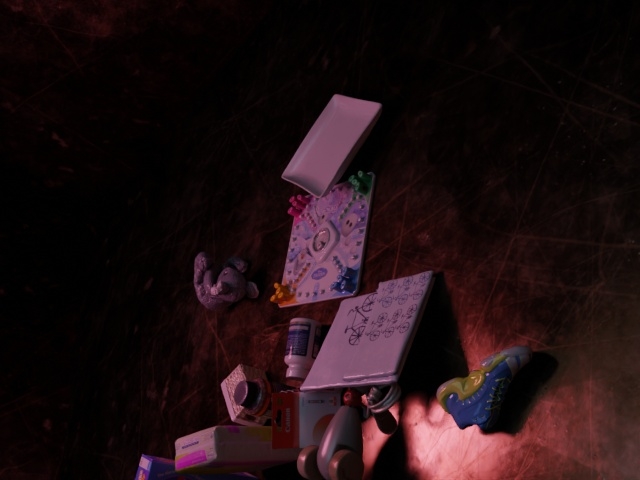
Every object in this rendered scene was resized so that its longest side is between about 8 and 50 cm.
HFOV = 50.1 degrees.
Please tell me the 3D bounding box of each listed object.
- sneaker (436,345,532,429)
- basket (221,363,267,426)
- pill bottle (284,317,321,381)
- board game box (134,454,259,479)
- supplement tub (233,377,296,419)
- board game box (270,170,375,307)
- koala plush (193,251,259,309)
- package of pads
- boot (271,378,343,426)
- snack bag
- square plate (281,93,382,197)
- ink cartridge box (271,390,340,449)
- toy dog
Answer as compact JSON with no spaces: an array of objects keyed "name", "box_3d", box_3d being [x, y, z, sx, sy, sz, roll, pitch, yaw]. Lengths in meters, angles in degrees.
[{"name":"sneaker","box_3d":[0.358,0.315,1.420,0.240,0.091,0.126,-41,59,34]},{"name":"basket","box_3d":[-0.219,0.473,2.099,0.103,0.113,0.167,-54,36,16]},{"name":"pill bottle","box_3d":[-0.053,0.315,1.973,0.094,0.094,0.169,-19,56,49]},{"name":"board game box","box_3d":[-0.362,0.751,1.920,0.078,0.347,0.233,-5,67,55]},{"name":"supplement tub","box_3d":[-0.143,0.448,1.927,0.106,0.198,0.106,-32,46,41]},{"name":"board game box","box_3d":[0.000,0.000,2.128,0.390,0.050,0.389,-16,58,51]},{"name":"koala plush","box_3d":[-0.324,0.157,2.387,0.221,0.196,0.203,9,90,56]},{"name":"package of pads","box_3d":[-0.224,0.575,1.876,0.229,0.297,0.101,-31,56,42]},{"name":"boot","box_3d":[-0.035,0.388,1.831,0.088,0.176,0.244,-1,69,58]},{"name":"snack bag","box_3d":[0.115,0.231,1.728,0.343,0.037,0.323,-19,34,46]},{"name":"square plate","box_3d":[0.037,-0.307,2.214,0.344,0.049,0.347,-57,29,1]},{"name":"ink cartridge box","box_3d":[-0.034,0.460,1.758,0.045,0.180,0.145,159,113,-63]},{"name":"toy dog","box_3d":[0.095,0.465,1.665,0.333,0.161,0.220,-53,30,-5]}]
